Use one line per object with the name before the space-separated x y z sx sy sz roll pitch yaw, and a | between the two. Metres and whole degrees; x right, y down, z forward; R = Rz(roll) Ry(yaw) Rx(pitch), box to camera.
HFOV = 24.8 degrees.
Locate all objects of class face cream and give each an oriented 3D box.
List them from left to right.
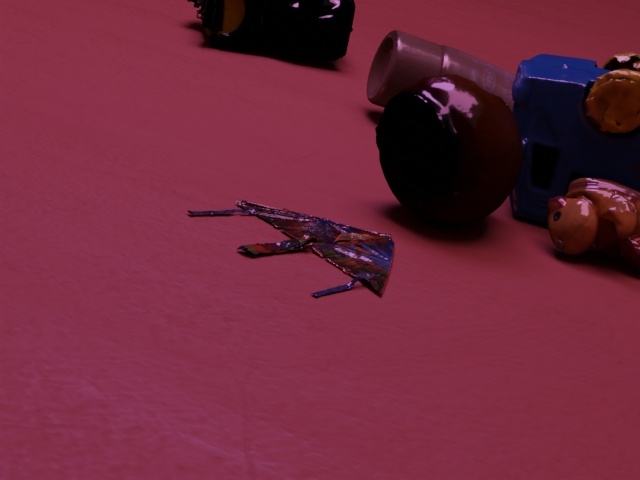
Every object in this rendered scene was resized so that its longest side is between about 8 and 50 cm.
face cream | 0.220 -0.136 1.572 0.341 0.084 0.137 17 20 -15

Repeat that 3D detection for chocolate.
chocolate | 0.120 -0.078 1.254 0.133 0.127 0.124 -9 0 -40

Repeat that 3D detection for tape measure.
tape measure | -0.059 -0.290 1.753 0.199 0.112 0.186 10 18 -13

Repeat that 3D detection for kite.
kite | 0.000 0.000 1.133 0.160 0.010 0.183 -6 27 -42

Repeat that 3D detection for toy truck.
toy truck | 0.354 -0.064 1.316 0.385 0.162 0.161 15 19 9

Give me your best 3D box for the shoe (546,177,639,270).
shoe | 0.252 -0.012 1.244 0.109 0.069 0.072 19 -20 -17
